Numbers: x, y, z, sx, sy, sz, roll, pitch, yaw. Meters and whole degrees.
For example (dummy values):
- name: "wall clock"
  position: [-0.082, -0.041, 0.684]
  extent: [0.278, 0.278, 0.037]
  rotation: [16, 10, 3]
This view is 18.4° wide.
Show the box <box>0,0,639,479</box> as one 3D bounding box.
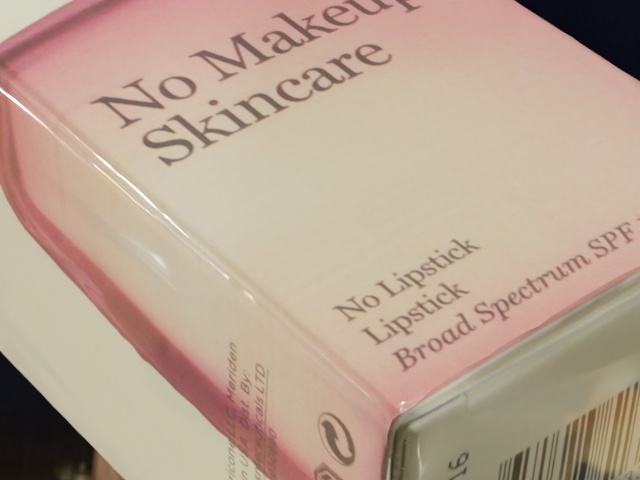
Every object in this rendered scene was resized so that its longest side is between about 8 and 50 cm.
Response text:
- name: "box"
  position: [0.000, 0.000, 0.593]
  extent: [0.149, 0.232, 0.127]
  rotation: [-27, -41, -29]
